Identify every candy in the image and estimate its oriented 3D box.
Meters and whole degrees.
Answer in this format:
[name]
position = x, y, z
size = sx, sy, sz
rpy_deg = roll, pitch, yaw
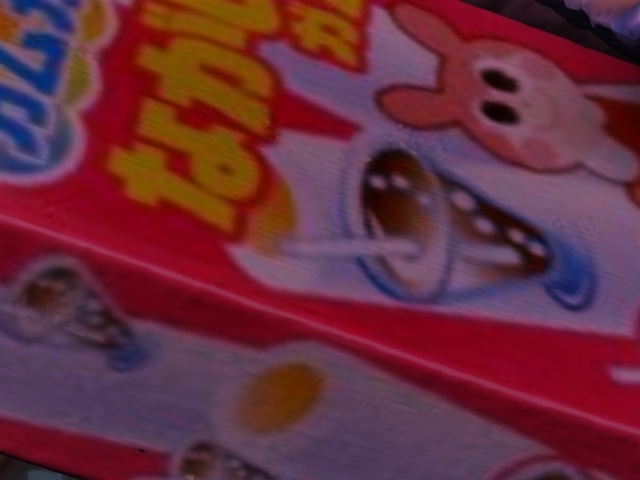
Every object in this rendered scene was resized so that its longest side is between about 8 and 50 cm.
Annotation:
[candy]
position = 0.000, -0.001, 0.539
size = 0.306, 0.157, 0.100
rpy_deg = 19, 132, -10

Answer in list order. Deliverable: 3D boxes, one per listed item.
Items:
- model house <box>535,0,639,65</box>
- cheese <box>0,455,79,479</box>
[model house]
position = 0.136, -0.105, 0.486
size = 0.183, 0.172, 0.166
rpy_deg = -25, 148, 31
[cheese]
position = 0.010, 0.149, 0.699
size = 0.332, 0.153, 0.292
rpy_deg = 4, 108, -19
